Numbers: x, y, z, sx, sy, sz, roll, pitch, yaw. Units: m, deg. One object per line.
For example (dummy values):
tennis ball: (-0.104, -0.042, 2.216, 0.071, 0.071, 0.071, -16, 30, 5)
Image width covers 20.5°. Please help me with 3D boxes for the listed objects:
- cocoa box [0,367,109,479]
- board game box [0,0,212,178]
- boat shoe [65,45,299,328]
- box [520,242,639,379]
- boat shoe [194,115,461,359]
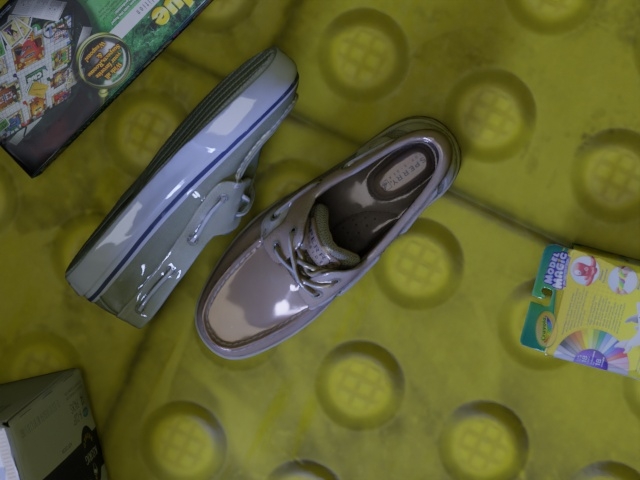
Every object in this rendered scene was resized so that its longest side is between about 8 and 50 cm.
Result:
cocoa box: (-0.380, 0.281, 1.623, 0.347, 0.231, 0.228, -13, 96, 9)
board game box: (-0.223, -0.195, 1.646, 0.259, 0.030, 0.136, -43, 88, 10)
boat shoe: (-0.111, -0.047, 1.624, 0.094, 0.109, 0.302, 38, 110, -14)
box: (0.279, 0.069, 1.609, 0.179, 0.043, 0.105, 15, 99, 3)
boat shoe: (0.000, 0.000, 1.606, 0.302, 0.098, 0.109, -39, 91, 10)
